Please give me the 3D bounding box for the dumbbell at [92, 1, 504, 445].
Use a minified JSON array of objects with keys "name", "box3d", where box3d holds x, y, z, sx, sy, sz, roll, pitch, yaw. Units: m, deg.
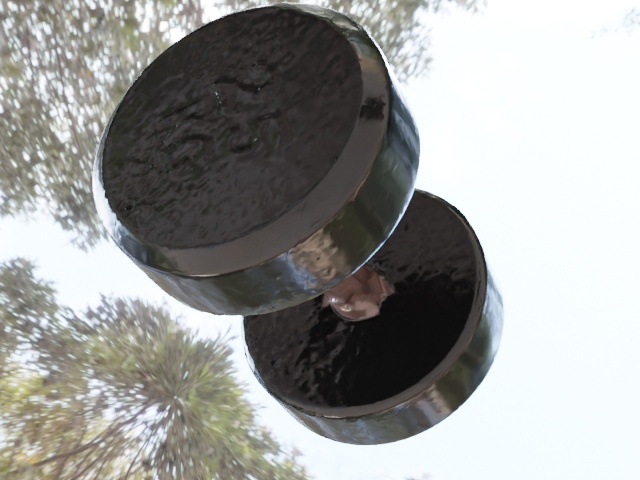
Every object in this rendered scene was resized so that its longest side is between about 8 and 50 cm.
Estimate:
[{"name":"dumbbell","box3d":[0.000,0.000,0.575,0.153,0.218,0.152,-13,-126,19]}]
